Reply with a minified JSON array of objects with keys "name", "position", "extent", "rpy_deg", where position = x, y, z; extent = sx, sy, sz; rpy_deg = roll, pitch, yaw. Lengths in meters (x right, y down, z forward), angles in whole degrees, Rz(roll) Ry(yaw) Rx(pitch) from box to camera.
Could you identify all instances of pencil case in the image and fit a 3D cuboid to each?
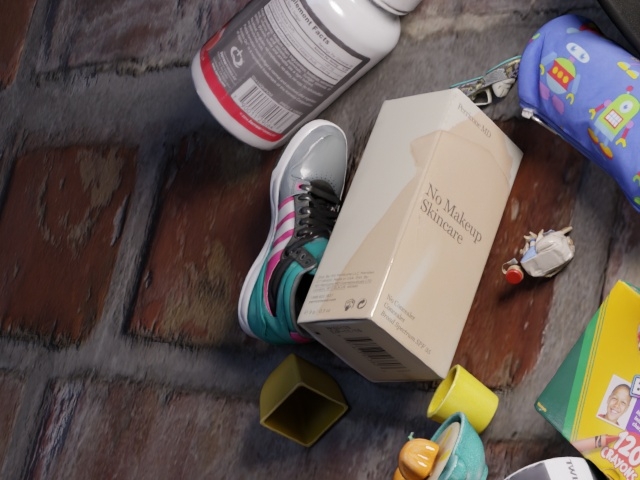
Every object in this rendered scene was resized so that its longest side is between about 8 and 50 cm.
[{"name":"pencil case","position":[0.325,-0.129,1.820],"extent":[0.133,0.119,0.306],"rpy_deg":[-46,43,5]}]

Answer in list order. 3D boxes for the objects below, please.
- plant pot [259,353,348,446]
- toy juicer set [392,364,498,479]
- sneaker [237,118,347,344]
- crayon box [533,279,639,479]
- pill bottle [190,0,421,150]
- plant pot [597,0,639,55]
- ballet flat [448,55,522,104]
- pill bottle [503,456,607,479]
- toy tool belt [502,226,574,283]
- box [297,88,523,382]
[{"name":"plant pot","position":[-0.027,0.189,2.089],"extent":[0.081,0.081,0.083],"rpy_deg":[-46,33,22]},{"name":"toy juicer set","position":[0.104,0.273,1.782],"extent":[0.209,0.089,0.329],"rpy_deg":[-57,6,18]},{"name":"sneaker","position":[0.000,0.000,2.108],"extent":[0.178,0.123,0.296],"rpy_deg":[19,94,55]},{"name":"crayon box","position":[0.355,0.181,1.669],"extent":[0.165,0.081,0.278],"rpy_deg":[-58,41,10]},{"name":"pill bottle","position":[-0.008,-0.276,2.212],"extent":[0.318,0.176,0.176],"rpy_deg":[-39,47,28]},{"name":"plant pot","position":[0.363,-0.321,1.837],"extent":[0.188,0.167,0.187],"rpy_deg":[-45,44,25]},{"name":"ballet flat","position":[0.208,-0.188,2.049],"extent":[0.114,0.041,0.041],"rpy_deg":[-22,57,40]},{"name":"pill bottle","position":[0.258,0.347,1.659],"extent":[0.130,0.130,0.246],"rpy_deg":[-41,47,27]},{"name":"toy tool belt","position":[0.248,0.015,1.901],"extent":[0.083,0.052,0.051],"rpy_deg":[-31,20,31]},{"name":"box","position":[0.107,-0.006,1.930],"extent":[0.121,0.148,0.311],"rpy_deg":[-7,54,46]}]
